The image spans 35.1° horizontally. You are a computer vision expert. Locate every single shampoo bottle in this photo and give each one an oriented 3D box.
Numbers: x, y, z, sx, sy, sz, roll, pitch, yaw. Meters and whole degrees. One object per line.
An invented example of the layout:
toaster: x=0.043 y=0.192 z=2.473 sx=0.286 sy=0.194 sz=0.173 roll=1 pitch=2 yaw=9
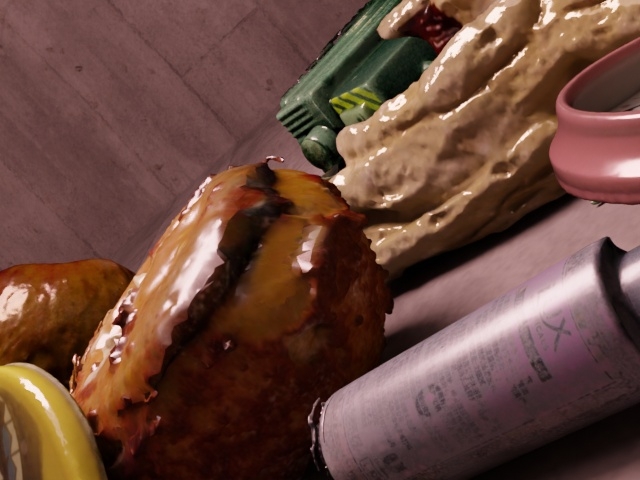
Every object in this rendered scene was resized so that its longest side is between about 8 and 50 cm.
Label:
shampoo bottle: x=0.090 y=0.053 z=0.428 sx=0.214 sy=0.072 sz=0.072 roll=-36 pitch=14 yaw=37

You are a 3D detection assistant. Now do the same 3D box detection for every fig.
fig: x=-0.239 y=0.136 z=0.858 sx=0.190 sy=0.190 sz=0.290 roll=-37 pitch=20 yaw=26

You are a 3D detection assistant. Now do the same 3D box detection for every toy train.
toy train: x=0.104 y=-0.208 z=1.147 sx=0.330 sy=0.138 sz=0.178 roll=-50 pitch=18 yaw=-27

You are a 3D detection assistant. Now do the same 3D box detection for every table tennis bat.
table tennis bat: x=-0.137 y=0.174 z=0.533 sx=0.054 sy=0.224 sz=0.368 roll=2 pitch=-9 yaw=-41

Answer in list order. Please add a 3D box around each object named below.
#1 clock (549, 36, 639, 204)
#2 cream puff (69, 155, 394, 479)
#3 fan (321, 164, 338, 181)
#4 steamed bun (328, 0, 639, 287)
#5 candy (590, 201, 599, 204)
clock: x=0.212 y=-0.071 z=0.409 sx=0.244 sy=0.056 sz=0.244 roll=-21 pitch=14 yaw=6
cream puff: x=-0.052 y=0.063 z=0.630 sx=0.240 sy=0.164 sz=0.240 roll=-57 pitch=8 yaw=12
fan: x=0.000 y=0.000 z=0.845 sx=0.240 sy=0.009 sz=0.131 roll=44 pitch=-117 yaw=-81
steamed bun: x=0.162 y=-0.163 z=0.702 sx=0.428 sy=0.189 sz=0.247 roll=-34 pitch=7 yaw=38
candy: x=0.200 y=-0.057 z=0.574 sx=0.123 sy=0.035 sz=0.035 roll=-46 pitch=19 yaw=37
